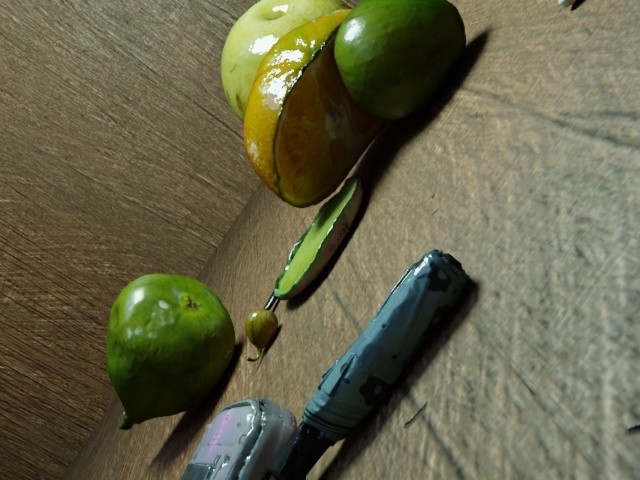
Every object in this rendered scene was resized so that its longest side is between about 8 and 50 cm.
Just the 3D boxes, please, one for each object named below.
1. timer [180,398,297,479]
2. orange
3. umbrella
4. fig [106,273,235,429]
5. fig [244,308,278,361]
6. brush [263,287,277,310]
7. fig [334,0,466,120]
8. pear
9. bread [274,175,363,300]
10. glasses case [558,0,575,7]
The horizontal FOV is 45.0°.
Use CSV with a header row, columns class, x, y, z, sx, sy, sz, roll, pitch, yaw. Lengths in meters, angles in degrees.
class,x,y,z,sx,sy,sz,roll,pitch,yaw
timer,-0.104,0.261,0.815,0.208,0.069,0.190,-34,28,60
orange,0.012,-0.223,1.237,0.310,0.274,0.274,-32,15,7
umbrella,0.037,0.112,0.666,0.250,0.052,0.053,-54,12,12
fig,-0.277,0.191,1.361,0.314,0.233,0.233,-49,13,55
fig,-0.093,0.144,1.160,0.050,0.050,0.083,-37,37,60
brush,-0.053,0.049,1.322,0.063,0.016,0.193,-41,18,57
fig,0.119,-0.275,1.124,0.191,0.181,0.181,-22,26,24
pear,-0.044,-0.361,1.643,0.348,0.348,0.348,-53,11,16
bread,0.000,0.000,1.196,0.228,0.033,0.228,-53,10,13
glasses case,0.277,-0.284,0.834,0.083,0.021,0.032,-63,11,-29
